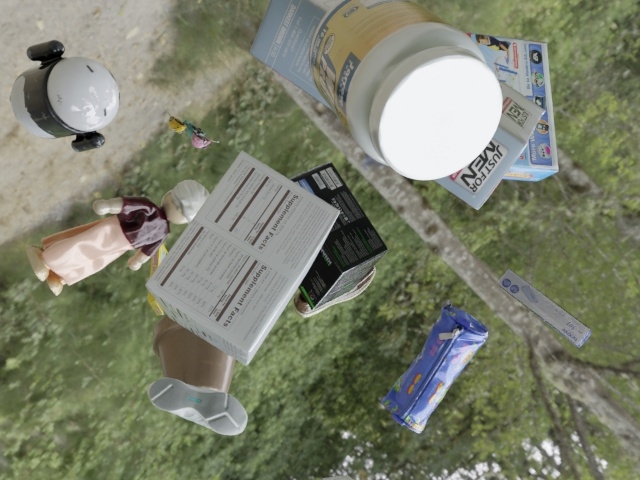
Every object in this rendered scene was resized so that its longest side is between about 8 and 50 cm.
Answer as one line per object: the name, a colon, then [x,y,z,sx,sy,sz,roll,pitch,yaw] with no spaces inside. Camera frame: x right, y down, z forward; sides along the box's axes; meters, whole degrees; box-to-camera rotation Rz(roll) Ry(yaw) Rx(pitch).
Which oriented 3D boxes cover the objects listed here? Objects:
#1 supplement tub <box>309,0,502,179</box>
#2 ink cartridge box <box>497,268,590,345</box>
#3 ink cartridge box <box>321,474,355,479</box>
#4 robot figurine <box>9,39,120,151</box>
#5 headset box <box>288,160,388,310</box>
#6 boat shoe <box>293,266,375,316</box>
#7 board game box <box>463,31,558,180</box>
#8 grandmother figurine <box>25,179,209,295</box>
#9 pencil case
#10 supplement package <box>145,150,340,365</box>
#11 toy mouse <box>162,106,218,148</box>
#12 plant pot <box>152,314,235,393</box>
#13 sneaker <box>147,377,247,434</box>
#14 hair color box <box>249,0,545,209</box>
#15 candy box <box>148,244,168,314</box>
supplement tub: [0.080,-0.163,0.635,0.144,0.144,0.199,-44,-143,13]
ink cartridge box: [0.487,0.148,1.359,0.046,0.207,0.097,-52,153,5]
ink cartridge box: [0.054,0.516,1.279,0.115,0.063,0.029,1,-91,64]
robot figurine: [-0.585,-0.324,1.428,0.278,0.209,0.173,-1,-113,36]
headset box: [0.000,0.000,1.464,0.131,0.246,0.283,-26,167,-24]
boat shoe: [0.045,0.120,1.691,0.257,0.095,0.095,-32,157,-17]
board game box: [0.355,-0.295,1.373,0.086,0.302,0.308,139,-48,-72]
grandmother figurine: [-0.370,-0.021,1.187,0.342,0.104,0.208,-25,158,-10]
pencil case: [0.260,0.292,1.433,0.306,0.119,0.133,-59,159,9]
supplement package: [-0.102,0.039,0.844,0.204,0.145,0.262,-57,179,-16]
toy mouse: [-0.318,-0.264,1.577,0.031,0.143,0.161,-55,-130,12]
plant pot: [-0.338,0.348,1.747,0.263,0.263,0.229,-41,-140,30]
sneaker: [-0.173,0.230,0.882,0.061,0.152,0.053,-20,-135,62]
hair color box: [0.112,-0.219,0.867,0.185,0.374,0.113,-44,167,-54]
candy box: [-0.482,0.108,1.858,0.105,0.027,0.205,84,3,-62]
